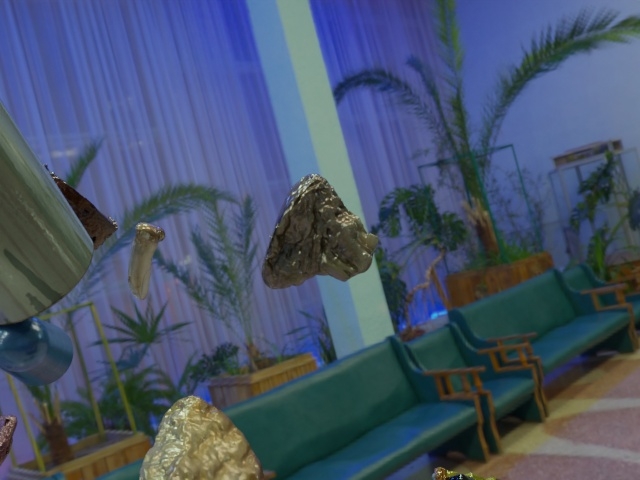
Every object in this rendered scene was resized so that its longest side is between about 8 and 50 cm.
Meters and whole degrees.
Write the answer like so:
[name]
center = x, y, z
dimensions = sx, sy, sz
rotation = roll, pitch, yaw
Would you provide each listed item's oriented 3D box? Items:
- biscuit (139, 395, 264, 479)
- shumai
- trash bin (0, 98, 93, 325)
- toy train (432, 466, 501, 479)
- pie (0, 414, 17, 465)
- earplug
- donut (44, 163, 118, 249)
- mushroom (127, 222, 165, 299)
[biscuit]
center = -0.190, 0.390, 1.040
dimensions = 0.091, 0.213, 0.274
rotation = -47, 9, 16
[shumai]
center = 0.003, 0.001, 1.805
dimensions = 0.282, 0.346, 0.217
rotation = 18, 3, -4
[trash bin]
center = -0.591, -0.087, 1.057
dimensions = 0.280, 0.432, 0.281
rotation = -12, 42, 11
[toy train]
center = 0.319, 0.544, 1.374
dimensions = 0.219, 0.089, 0.127
rotation = 33, -50, -32
[pie]
center = -0.787, 0.493, 1.555
dimensions = 0.153, 0.154, 0.038
rotation = -16, -38, 42
[earplug]
center = -0.564, 0.208, 1.244
dimensions = 0.132, 0.133, 0.273
rotation = -14, -11, -17
[donut]
center = -0.598, -0.066, 1.524
dimensions = 0.144, 0.126, 0.187
rotation = 27, -14, 32
[mushroom]
center = -0.464, 0.053, 1.688
dimensions = 0.071, 0.209, 0.084
rotation = 20, 17, 13
